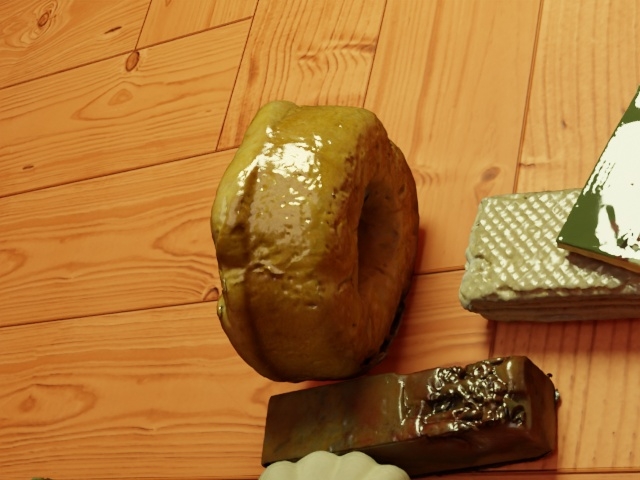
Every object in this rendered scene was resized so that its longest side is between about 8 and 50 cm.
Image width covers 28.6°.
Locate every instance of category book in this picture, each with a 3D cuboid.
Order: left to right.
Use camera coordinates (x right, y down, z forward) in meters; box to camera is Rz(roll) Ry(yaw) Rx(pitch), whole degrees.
[{"bbox_3d":[0.380,-0.042,1.187,0.289,0.026,0.201,18,72,44],"label":"book"}]

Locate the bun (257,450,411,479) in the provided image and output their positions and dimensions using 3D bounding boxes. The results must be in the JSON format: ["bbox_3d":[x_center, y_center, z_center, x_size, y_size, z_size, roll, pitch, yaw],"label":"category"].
[{"bbox_3d":[0.008,0.301,1.177,0.263,0.175,0.263,-1,55,1],"label":"bun"}]

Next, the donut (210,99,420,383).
[{"bbox_3d":[0.000,0.000,1.400,0.150,0.299,0.317,-2,91,25],"label":"donut"}]

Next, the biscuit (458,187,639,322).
[{"bbox_3d":[0.339,0.012,1.258,0.426,0.078,0.144,-3,59,38],"label":"biscuit"}]

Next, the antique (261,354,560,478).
[{"bbox_3d":[0.091,0.193,1.315,0.310,0.093,0.087,-14,52,30],"label":"antique"}]

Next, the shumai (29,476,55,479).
[{"bbox_3d":[-0.322,0.420,1.473,0.222,0.203,0.272,-57,8,32],"label":"shumai"}]
